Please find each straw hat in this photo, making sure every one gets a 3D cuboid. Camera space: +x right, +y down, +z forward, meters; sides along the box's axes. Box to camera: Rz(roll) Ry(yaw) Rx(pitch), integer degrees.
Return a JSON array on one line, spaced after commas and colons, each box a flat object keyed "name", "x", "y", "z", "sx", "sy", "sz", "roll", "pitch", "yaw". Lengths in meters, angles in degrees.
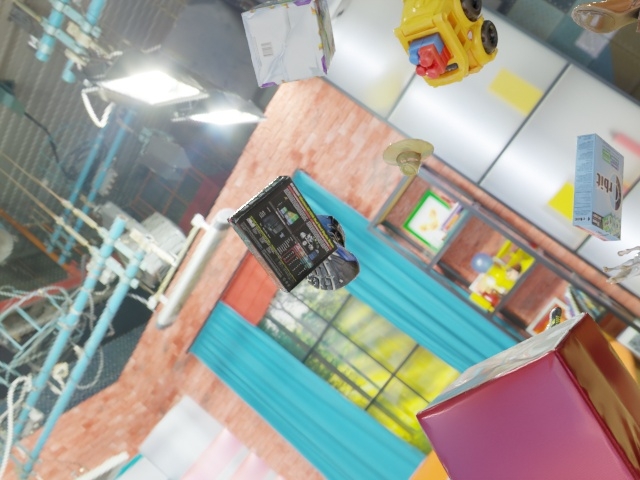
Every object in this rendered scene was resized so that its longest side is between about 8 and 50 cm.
[{"name": "straw hat", "x": 0.228, "y": -0.200, "z": 1.493, "sx": 0.144, "sy": 0.061, "sz": 0.144, "roll": -7, "pitch": -22, "yaw": -3}]

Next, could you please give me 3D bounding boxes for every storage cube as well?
[{"name": "storage cube", "x": 0.263, "y": 0.221, "z": 0.663, "sx": 0.215, "sy": 0.193, "sz": 0.183, "roll": -38, "pitch": -15, "yaw": 32}]

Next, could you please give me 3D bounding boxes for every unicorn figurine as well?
[{"name": "unicorn figurine", "x": 0.594, "y": 0.038, "z": 1.060, "sx": 0.111, "sy": 0.060, "sz": 0.162, "roll": -11, "pitch": -8, "yaw": -3}]

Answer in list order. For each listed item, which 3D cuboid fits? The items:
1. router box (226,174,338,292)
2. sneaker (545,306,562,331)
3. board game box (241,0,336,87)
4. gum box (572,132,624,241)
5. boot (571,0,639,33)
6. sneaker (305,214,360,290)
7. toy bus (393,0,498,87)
[{"name": "router box", "x": -0.047, "y": -0.008, "z": 0.744, "sx": 0.092, "sy": 0.122, "sz": 0.038, "roll": -41, "pitch": 22, "yaw": -18}, {"name": "sneaker", "x": 0.605, "y": 0.212, "z": 1.486, "sx": 0.035, "sy": 0.031, "sz": 0.083, "roll": -143, "pitch": 66, "yaw": -76}, {"name": "board game box", "x": -0.055, "y": -0.432, "z": 1.221, "sx": 0.275, "sy": 0.142, "sz": 0.144, "roll": -80, "pitch": -20, "yaw": -62}, {"name": "gum box", "x": 0.567, "y": -0.104, "z": 1.179, "sx": 0.157, "sy": 0.041, "sz": 0.184, "roll": 16, "pitch": -102, "yaw": -43}, {"name": "boot", "x": 0.707, "y": -0.567, "z": 1.370, "sx": 0.073, "sy": 0.197, "sz": 0.152, "roll": 70, "pitch": -142, "yaw": -64}, {"name": "sneaker", "x": 0.000, "y": 0.000, "z": 1.270, "sx": 0.147, "sy": 0.330, "sz": 0.130, "roll": -25, "pitch": -62, "yaw": -19}, {"name": "toy bus", "x": 0.248, "y": -0.387, "z": 1.170, "sx": 0.220, "sy": 0.149, "sz": 0.211, "roll": 45, "pitch": -126, "yaw": -38}]
